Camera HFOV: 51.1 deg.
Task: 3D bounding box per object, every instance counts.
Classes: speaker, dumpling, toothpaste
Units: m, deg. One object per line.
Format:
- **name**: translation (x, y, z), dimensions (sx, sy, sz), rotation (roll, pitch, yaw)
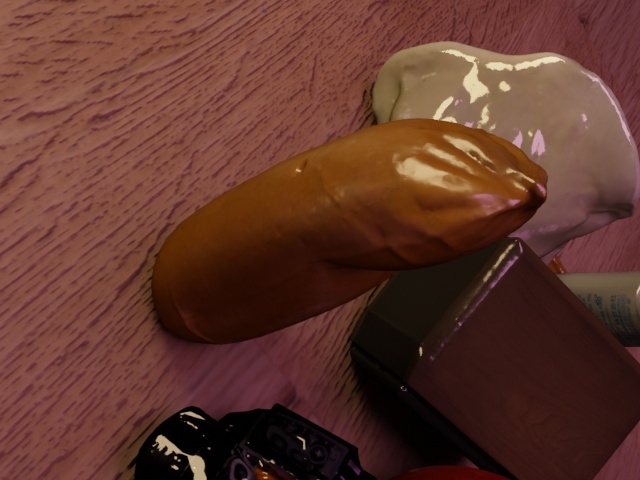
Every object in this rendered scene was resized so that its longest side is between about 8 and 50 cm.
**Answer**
- **speaker**: translation (0.175, 0.117, 0.661), dimensions (0.231, 0.153, 0.192), rotation (42, 85, -19)
- **dumpling**: translation (0.201, -0.096, 0.743), dimensions (0.318, 0.243, 0.187), rotation (47, 45, -10)
- **toothpaste**: translation (0.307, 0.077, 0.743), dimensions (0.073, 0.299, 0.114), rotation (-29, 93, -19)

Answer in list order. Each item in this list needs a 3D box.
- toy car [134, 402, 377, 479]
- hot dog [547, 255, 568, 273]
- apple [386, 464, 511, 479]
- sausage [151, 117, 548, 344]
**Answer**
- **toy car**: translation (-0.074, 0.238, 0.440), dimensions (0.301, 0.193, 0.118), rotation (-44, 149, -44)
- **hot dog**: translation (0.297, 0.047, 0.893), dimensions (0.088, 0.061, 0.286), rotation (-27, 91, -46)
- **apple**: translation (0.123, 0.322, 0.541), dimensions (0.260, 0.216, 0.260), rotation (12, 72, -39)
- **sausage**: translation (-0.001, -0.005, 0.460), dimensions (0.134, 0.354, 0.116), rotation (-7, 79, -40)
